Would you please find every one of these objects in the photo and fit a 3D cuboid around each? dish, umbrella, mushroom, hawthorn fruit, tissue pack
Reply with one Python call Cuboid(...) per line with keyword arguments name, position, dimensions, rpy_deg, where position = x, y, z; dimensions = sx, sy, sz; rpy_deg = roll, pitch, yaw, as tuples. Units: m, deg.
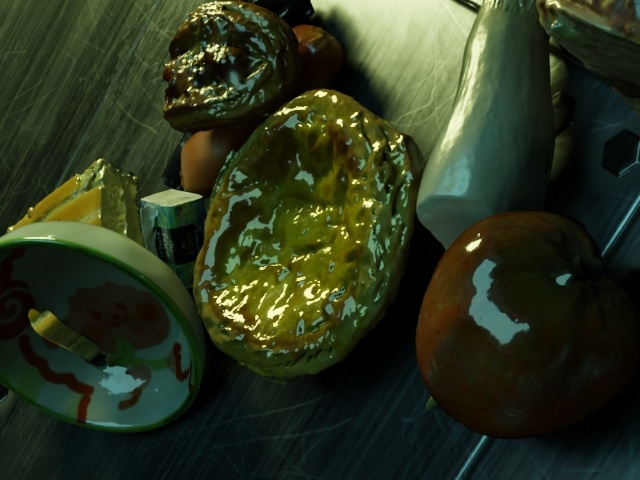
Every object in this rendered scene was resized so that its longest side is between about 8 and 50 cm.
Cuboid(name="dish", position=(-0.282, 0.087, 1.594), dimensions=(0.324, 0.324, 0.124), rpy_deg=(-30, 24, 37))
Cuboid(name="umbrella", position=(-0.124, -0.212, 1.687), dimensions=(0.340, 0.118, 0.118), rpy_deg=(-60, 39, 24))
Cuboid(name="mushroom", position=(0.182, -0.131, 1.269), dimensions=(0.122, 0.159, 0.329), rpy_deg=(13, 70, 6))
Cuboid(name="hawthorn fruit", position=(0.168, 0.095, 1.152), dimensions=(0.251, 0.199, 0.199), rpy_deg=(-53, 39, 43))
Cuboid(name="tissue pack", position=(-0.192, 0.000, 1.635), dimensions=(0.085, 0.079, 0.111), rpy_deg=(13, 117, 51))

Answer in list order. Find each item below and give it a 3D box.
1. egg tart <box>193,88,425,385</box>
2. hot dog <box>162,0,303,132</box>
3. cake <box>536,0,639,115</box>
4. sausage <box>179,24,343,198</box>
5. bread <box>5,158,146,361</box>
Cuboid(name="egg tart", position=(-0.002, 0.004, 1.416), dimensions=(0.341, 0.129, 0.341), rpy_deg=(-22, 58, 39))
Cuboid(name="hot dog", position=(-0.120, -0.203, 1.539), dimensions=(0.226, 0.099, 0.161), rpy_deg=(-13, 65, 50))
Cuboid(name="cake", position=(0.313, -0.201, 1.026), dimensions=(0.199, 0.293, 0.196), rpy_deg=(-59, 39, 4))
Cuboid(name="sausage", position=(-0.079, -0.156, 1.612), dimensions=(0.300, 0.083, 0.089), rpy_deg=(-44, 57, 30))
Cuboid(name="bread", position=(-0.345, 0.040, 1.798), dimensions=(0.246, 0.111, 0.239), rpy_deg=(-32, 53, 34))
